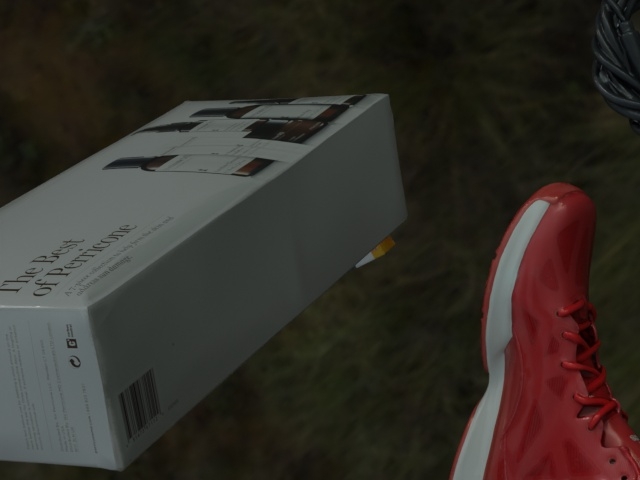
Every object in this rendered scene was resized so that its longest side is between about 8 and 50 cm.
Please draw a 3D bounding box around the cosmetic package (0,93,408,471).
[{"bbox_3d":[-0.060,0.004,0.684,0.099,0.239,0.060,-2,109,26],"label":"cosmetic package"}]

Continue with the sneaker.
[{"bbox_3d":[0.159,0.084,1.100,0.128,0.087,0.221,16,101,38],"label":"sneaker"}]

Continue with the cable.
[{"bbox_3d":[0.270,-0.134,1.358,0.184,0.150,0.047,39,173,34],"label":"cable"}]

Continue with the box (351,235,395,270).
[{"bbox_3d":[0.000,0.000,1.875,0.136,0.028,0.081,-28,98,37],"label":"box"}]
